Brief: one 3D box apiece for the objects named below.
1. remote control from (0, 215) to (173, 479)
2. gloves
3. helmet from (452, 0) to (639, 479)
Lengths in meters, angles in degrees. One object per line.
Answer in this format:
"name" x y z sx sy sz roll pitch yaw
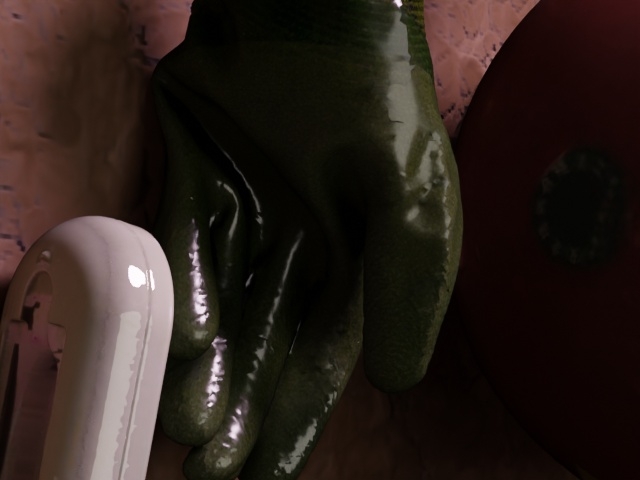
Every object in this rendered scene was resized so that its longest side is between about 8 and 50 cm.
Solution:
"remote control" -0.097 0.099 0.570 0.042 0.078 0.221 17 80 -38
"gloves" -0.006 -0.030 0.643 0.107 0.135 0.268 -23 126 -75
"helmet" 0.188 -0.011 0.797 0.385 0.230 0.337 18 88 -63
